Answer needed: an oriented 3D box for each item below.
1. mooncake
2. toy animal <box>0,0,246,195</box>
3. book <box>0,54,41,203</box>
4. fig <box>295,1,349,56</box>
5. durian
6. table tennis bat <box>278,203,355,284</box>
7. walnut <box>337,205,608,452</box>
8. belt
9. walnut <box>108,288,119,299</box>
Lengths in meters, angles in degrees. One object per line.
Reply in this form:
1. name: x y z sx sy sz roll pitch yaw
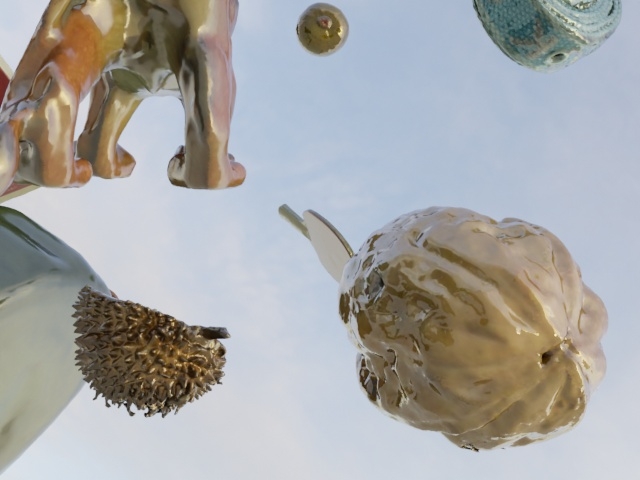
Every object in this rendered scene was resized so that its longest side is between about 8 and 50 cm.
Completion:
1. mooncake: -0.402 0.120 0.973 0.187 0.351 0.351 34 -39 20
2. toy animal: -0.083 -0.104 0.431 0.097 0.312 0.157 1 -84 -5
3. book: -0.413 -0.124 1.085 0.162 0.022 0.232 -21 -30 1
4. fig: 0.001 -0.285 1.210 0.074 0.074 0.088 41 -6 -3
5. durian: -0.106 0.078 0.562 0.110 0.071 0.140 29 -21 -36
6. table tennis bat: 0.000 0.000 1.378 0.246 0.022 0.138 40 -25 49
7. walnut: 0.116 0.066 0.714 0.198 0.198 0.245 57 -13 -21
8. belt: 0.220 -0.235 0.860 0.163 0.148 0.082 7 -25 -35
9. walnut: -0.334 0.105 1.265 0.052 0.091 0.121 -30 -57 25
